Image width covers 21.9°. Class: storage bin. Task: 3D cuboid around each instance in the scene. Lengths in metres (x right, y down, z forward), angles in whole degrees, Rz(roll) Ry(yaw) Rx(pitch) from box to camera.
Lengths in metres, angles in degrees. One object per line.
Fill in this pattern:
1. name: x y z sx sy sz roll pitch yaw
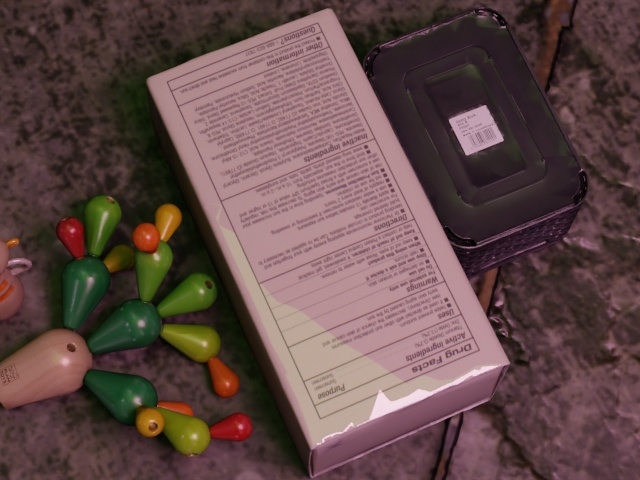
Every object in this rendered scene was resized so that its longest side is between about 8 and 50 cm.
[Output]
1. storage bin: 0.115 -0.074 1.283 0.122 0.084 0.180 -22 72 -9

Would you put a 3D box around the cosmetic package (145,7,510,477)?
1. cosmetic package: 0.000 0.000 1.238 0.160 0.113 0.310 -21 73 -9

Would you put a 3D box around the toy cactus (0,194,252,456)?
1. toy cactus: -0.158 0.075 1.221 0.180 0.112 0.219 -25 81 0

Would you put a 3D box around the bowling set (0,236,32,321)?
1. bowling set: -0.328 0.112 1.165 0.287 0.154 0.200 -16 71 -7
